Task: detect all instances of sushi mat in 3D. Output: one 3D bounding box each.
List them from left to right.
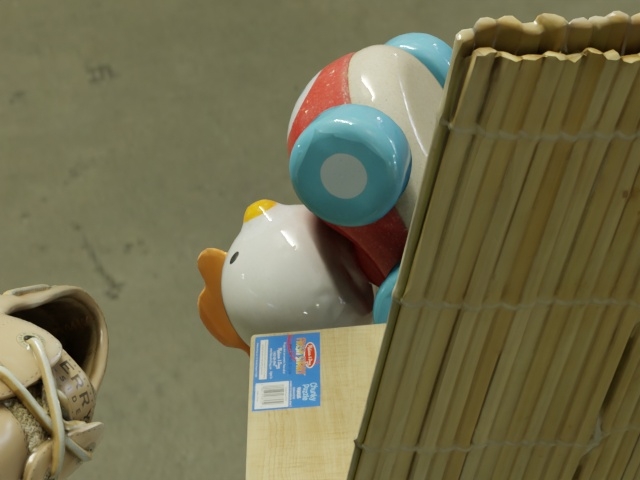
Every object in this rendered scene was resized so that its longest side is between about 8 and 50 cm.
[{"bbox_3d":[0.083,0.055,0.518,0.151,0.316,0.019,-5,46,-17],"label":"sushi mat"}]

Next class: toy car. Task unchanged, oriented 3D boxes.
[{"bbox_3d":[0.000,0.000,1.133,0.238,0.210,0.219,-25,12,23],"label":"toy car"}]

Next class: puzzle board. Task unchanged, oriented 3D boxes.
[{"bbox_3d":[0.019,0.076,0.670,0.096,0.011,0.128,-5,33,2],"label":"puzzle board"}]

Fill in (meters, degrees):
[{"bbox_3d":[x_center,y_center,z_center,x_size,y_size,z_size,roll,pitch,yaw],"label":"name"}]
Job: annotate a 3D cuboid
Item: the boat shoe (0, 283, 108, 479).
[{"bbox_3d":[-0.173,0.083,0.836,0.110,0.122,0.341,-20,13,2],"label":"boat shoe"}]
